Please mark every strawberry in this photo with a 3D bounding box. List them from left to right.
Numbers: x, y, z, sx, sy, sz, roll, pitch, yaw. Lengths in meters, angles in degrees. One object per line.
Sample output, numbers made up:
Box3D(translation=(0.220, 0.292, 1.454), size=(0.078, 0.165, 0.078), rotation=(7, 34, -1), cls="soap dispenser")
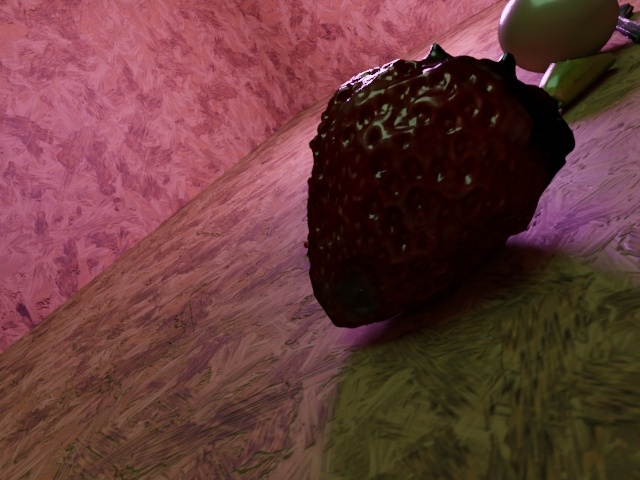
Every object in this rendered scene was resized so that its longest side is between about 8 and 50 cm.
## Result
Box3D(translation=(0.099, -0.073, 0.771), size=(0.309, 0.292, 0.291), rotation=(-29, 14, -12), cls="strawberry")

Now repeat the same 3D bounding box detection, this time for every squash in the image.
Box3D(translation=(0.422, -0.276, 1.116), size=(0.090, 0.075, 0.200), rotation=(23, 55, 41), cls="squash")

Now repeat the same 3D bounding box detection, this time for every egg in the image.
Box3D(translation=(0.465, -0.428, 1.284), size=(0.186, 0.186, 0.241), rotation=(-40, 22, -24), cls="egg")

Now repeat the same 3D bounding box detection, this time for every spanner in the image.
Box3D(translation=(0.618, -0.436, 1.314), size=(0.093, 0.026, 0.325), rotation=(-26, 18, 20), cls="spanner")

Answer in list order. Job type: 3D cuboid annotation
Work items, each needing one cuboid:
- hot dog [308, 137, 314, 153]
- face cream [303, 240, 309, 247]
Box3D(translation=(0.094, -0.294, 1.772), size=(0.259, 0.114, 0.175), rotation=(-42, 13, -35), cls="hot dog")
Box3D(translation=(0.000, 0.000, 1.216), size=(0.083, 0.021, 0.040), rotation=(-18, 20, 45), cls="face cream")
